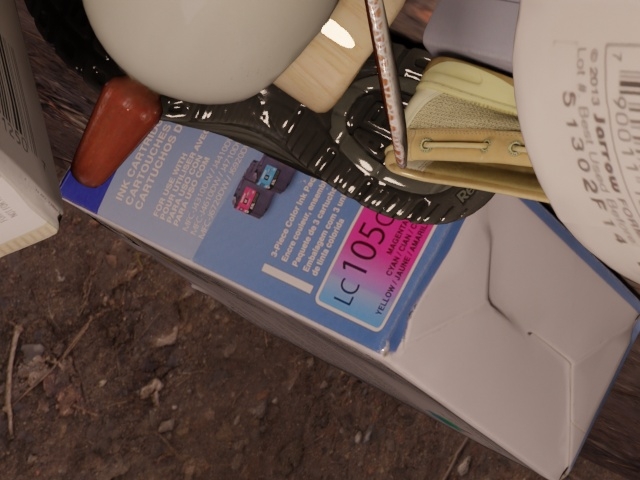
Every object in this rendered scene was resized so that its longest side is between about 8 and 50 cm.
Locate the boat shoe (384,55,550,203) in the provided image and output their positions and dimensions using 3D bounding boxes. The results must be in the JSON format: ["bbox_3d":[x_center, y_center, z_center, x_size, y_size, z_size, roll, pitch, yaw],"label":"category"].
[{"bbox_3d":[0.091,-0.024,0.587,0.153,0.048,0.056,25,172,34],"label":"boat shoe"}]

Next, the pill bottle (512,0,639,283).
[{"bbox_3d":[0.153,-0.035,0.323,0.131,0.131,0.229,33,173,-26],"label":"pill bottle"}]

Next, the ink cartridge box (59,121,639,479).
[{"bbox_3d":[0.000,0.000,1.157,0.395,0.151,0.270,22,169,40],"label":"ink cartridge box"}]

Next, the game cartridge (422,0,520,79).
[{"bbox_3d":[0.188,-0.024,0.608,0.294,0.060,0.196,25,175,34],"label":"game cartridge"}]

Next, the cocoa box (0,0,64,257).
[{"bbox_3d":[-0.282,-0.125,0.551,0.347,0.228,0.231,55,-166,-57],"label":"cocoa box"}]

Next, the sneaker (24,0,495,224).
[{"bbox_3d":[-0.036,-0.090,0.864,0.286,0.109,0.130,31,180,1],"label":"sneaker"}]

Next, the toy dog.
[{"bbox_3d":[-0.048,-0.100,0.564,0.220,0.161,0.334,28,173,14],"label":"toy dog"}]
